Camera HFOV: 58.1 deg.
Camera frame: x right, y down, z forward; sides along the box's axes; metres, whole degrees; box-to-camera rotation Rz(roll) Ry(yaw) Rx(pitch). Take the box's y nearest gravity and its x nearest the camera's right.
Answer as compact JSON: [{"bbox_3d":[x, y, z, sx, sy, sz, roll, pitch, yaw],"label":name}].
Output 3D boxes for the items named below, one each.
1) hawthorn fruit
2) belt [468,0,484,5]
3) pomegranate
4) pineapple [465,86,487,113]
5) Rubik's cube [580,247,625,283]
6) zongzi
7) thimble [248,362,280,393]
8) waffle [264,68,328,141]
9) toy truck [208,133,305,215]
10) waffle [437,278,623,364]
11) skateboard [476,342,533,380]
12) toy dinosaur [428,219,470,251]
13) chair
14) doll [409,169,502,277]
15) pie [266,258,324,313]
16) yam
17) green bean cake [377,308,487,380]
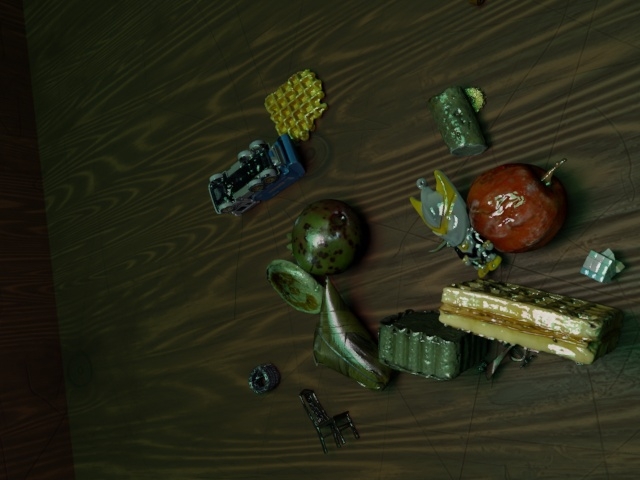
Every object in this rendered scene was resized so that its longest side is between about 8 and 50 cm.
[{"bbox_3d":[0.505,-0.103,1.418,0.271,0.242,0.241,-46,63,41],"label":"hawthorn fruit"},{"bbox_3d":[0.446,-0.699,1.604,0.036,0.059,0.083,34,107,33],"label":"belt"},{"bbox_3d":[-0.005,0.011,1.801,0.306,0.243,0.242,-36,68,39],"label":"pomegranate"},{"bbox_3d":[0.441,-0.402,1.620,0.045,0.019,0.083,-34,70,36],"label":"pineapple"},{"bbox_3d":[0.686,0.062,1.393,0.084,0.073,0.075,-58,42,25],"label":"Rubik's cube"},{"bbox_3d":[0.102,0.276,1.730,0.286,0.138,0.299,18,117,34],"label":"zongzi"},{"bbox_3d":[-0.197,0.486,2.015,0.095,0.066,0.104,37,112,33],"label":"thimble"},{"bbox_3d":[-0.070,-0.450,1.969,0.229,0.057,0.218,-32,70,30],"label":"waffle"},{"bbox_3d":[-0.218,-0.220,1.993,0.367,0.175,0.146,-30,70,31],"label":"toy truck"},{"bbox_3d":[0.503,0.188,1.400,0.377,0.261,0.113,13,101,36],"label":"waffle"},{"bbox_3d":[0.493,0.318,1.529,0.080,0.067,0.151,47,110,18],"label":"skateboard"},{"bbox_3d":[0.382,-0.004,1.637,0.180,0.037,0.058,-37,54,23],"label":"toy dinosaur"},{"bbox_3d":[0.023,0.556,1.843,0.101,0.084,0.212,-39,66,32],"label":"chair"},{"bbox_3d":[0.362,-0.041,1.569,0.103,0.145,0.316,-38,81,-9],"label":"doll"},{"bbox_3d":[-0.079,0.153,1.894,0.241,0.054,0.240,27,146,20],"label":"pie"},{"bbox_3d":[0.383,-0.323,1.607,0.107,0.107,0.193,-29,73,32],"label":"yam"},{"bbox_3d":[0.304,0.270,1.549,0.241,0.255,0.131,5,100,36],"label":"green bean cake"}]
